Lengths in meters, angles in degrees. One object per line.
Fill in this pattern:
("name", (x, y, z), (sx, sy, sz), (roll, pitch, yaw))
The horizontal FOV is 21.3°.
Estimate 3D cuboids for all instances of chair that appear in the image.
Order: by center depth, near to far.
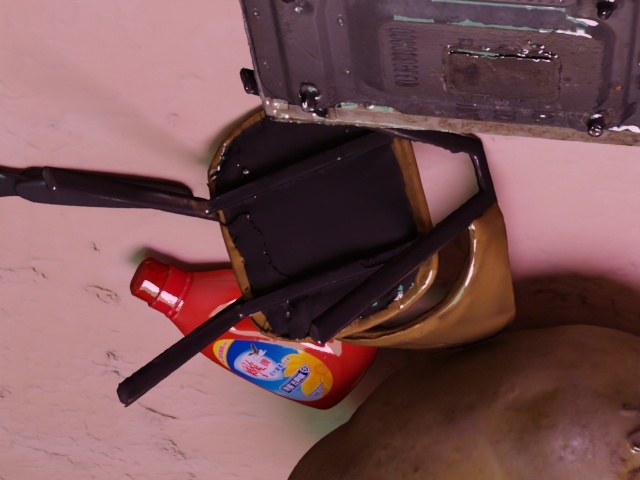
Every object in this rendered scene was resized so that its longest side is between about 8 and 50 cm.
("chair", (0.000, 0.000, 0.975), (0.159, 0.172, 0.247), (-21, 175, 37))

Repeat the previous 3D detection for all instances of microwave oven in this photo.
("microwave oven", (0.071, -0.127, 0.783), (0.205, 0.129, 0.163), (5, 154, 10))

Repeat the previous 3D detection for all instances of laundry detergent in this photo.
("laundry detergent", (-0.048, 0.054, 1.143), (0.165, 0.049, 0.097), (26, 135, -16))

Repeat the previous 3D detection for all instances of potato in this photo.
("potato", (0.130, 0.174, 1.100), (0.326, 0.221, 0.243), (-23, 147, 33))

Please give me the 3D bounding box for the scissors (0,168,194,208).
("scissors", (-0.188, -0.035, 1.092), (0.220, 0.017, 0.088), (4, 140, 11))
